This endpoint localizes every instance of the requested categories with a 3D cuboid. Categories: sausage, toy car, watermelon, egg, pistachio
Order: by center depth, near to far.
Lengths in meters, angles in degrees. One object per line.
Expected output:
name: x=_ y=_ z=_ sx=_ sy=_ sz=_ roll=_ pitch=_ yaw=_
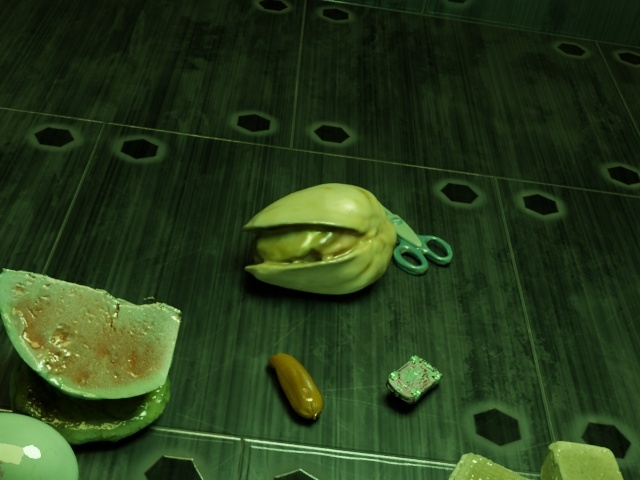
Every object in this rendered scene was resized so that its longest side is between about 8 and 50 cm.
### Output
egg: x=-0.491 y=0.346 z=1.482 sx=0.264 sy=0.183 sz=0.183 roll=2 pitch=35 yaw=1
watermelon: x=-0.389 y=0.146 z=1.661 sx=0.305 sy=0.180 sz=0.224 roll=15 pitch=24 yaw=-7
sausage: x=-0.042 y=0.259 z=1.828 sx=0.062 sy=0.054 sz=0.183 roll=21 pitch=22 yaw=-36
toy car: x=0.172 y=0.264 z=1.874 sx=0.069 sy=0.055 sz=0.142 roll=36 pitch=32 yaw=19
pistachio: x=0.000 y=0.000 z=2.063 sx=0.321 sy=0.229 sz=0.238 roll=-5 pitch=-4 yaw=-13

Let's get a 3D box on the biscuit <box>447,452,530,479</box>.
biscuit: x=0.395 y=0.481 z=1.608 sx=0.426 sy=0.078 sz=0.144 roll=23 pitch=36 yaw=17

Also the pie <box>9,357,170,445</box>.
pie: x=-0.398 y=0.250 z=1.741 sx=0.277 sy=0.078 sz=0.277 roll=11 pitch=37 yaw=-8

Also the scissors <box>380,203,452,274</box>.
scissors: x=0.175 y=-0.024 z=2.286 sx=0.138 sy=0.041 sz=0.289 roll=-22 pitch=46 yaw=-26

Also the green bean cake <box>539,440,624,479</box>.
green bean cake: x=0.418 y=0.406 z=1.577 sx=0.109 sy=0.085 sz=0.179 roll=8 pitch=34 yaw=-7
